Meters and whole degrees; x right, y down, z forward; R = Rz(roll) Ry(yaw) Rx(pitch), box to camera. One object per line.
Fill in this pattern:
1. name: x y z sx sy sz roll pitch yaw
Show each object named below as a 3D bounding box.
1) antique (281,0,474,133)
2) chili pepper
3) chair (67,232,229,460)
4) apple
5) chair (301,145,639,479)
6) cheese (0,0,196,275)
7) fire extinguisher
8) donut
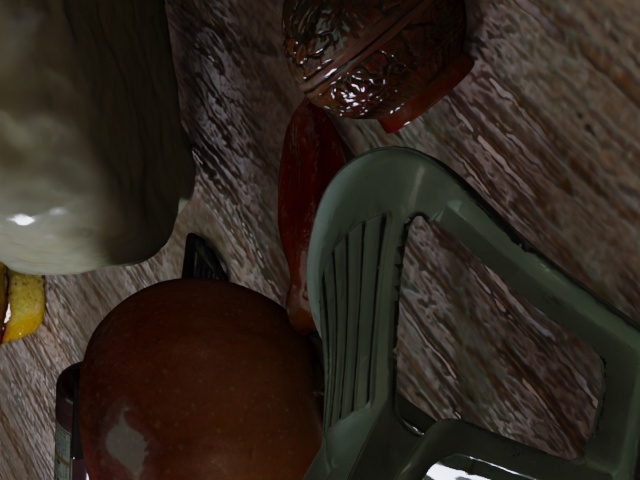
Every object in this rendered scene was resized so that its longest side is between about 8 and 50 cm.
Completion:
1. antique: 0.026 -0.110 0.724 0.104 0.104 0.104 31 126 54
2. chili pepper: 0.000 0.000 0.867 0.059 0.050 0.191 164 104 -65
3. chair: -0.136 0.100 1.101 0.084 0.101 0.213 46 139 45
4. apple: -0.063 0.122 0.906 0.201 0.162 0.201 -8 -90 -84
5. chair: 0.047 0.116 0.678 0.203 0.190 0.275 -47 17 56
6. cheese: -0.180 -0.126 0.950 0.326 0.115 0.318 66 -164 -58
7. fire extinguisher: -0.215 0.214 1.335 0.099 0.071 0.231 -92 8 -55
8. donut: -0.334 0.037 1.488 0.152 0.058 0.152 28 124 55
